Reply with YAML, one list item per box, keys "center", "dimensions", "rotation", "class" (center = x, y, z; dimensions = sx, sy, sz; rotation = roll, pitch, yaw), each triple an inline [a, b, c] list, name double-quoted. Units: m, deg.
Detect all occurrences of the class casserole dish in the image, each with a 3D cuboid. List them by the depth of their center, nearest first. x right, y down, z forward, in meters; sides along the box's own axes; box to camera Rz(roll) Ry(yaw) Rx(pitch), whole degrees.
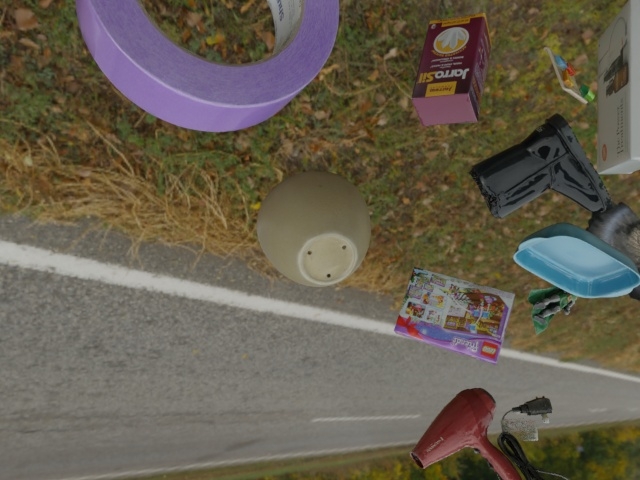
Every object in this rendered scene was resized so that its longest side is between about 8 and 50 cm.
- center: [0.371, 0.028, 0.783]
  dimensions: [0.189, 0.036, 0.114]
  rotation: [26, 150, -16]
  class: "casserole dish"

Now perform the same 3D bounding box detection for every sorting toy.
- center: [0.282, -0.182, 0.604]
  dimensions: [0.083, 0.062, 0.012]
  rotation: [7, 150, -44]
  class: "sorting toy"

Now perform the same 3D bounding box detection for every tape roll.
- center: [-0.120, -0.265, 0.596]
  dimensions: [0.275, 0.274, 0.090]
  rotation: [-3, 174, -25]
  class: "tape roll"

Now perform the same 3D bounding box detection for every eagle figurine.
- center: [0.741, 0.043, 1.133]
  dimensions: [0.226, 0.298, 0.225]
  rotation: [32, 112, -34]
  class: "eagle figurine"

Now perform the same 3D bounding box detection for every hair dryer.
- center: [0.309, 0.376, 0.980]
  dimensions: [0.294, 0.223, 0.080]
  rotation: [1, 140, 1]
  class: "hair dryer"

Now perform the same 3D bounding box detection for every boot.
- center: [0.441, -0.106, 1.093]
  dimensions: [0.207, 0.094, 0.246]
  rotation: [-35, 114, 17]
  class: "boot"

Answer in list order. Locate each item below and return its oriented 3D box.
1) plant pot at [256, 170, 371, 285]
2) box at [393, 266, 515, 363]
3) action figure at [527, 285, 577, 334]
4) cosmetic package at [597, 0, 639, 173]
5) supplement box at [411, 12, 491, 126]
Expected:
- center: [0.000, 0.000, 1.278]
  dimensions: [0.284, 0.191, 0.283]
  rotation: [-6, 118, -10]
  class: "plant pot"
- center: [0.378, 0.210, 1.534]
  dimensions: [0.294, 0.200, 0.057]
  rotation: [15, 166, 21]
  class: "box"
- center: [0.703, 0.174, 1.584]
  dimensions: [0.232, 0.137, 0.064]
  rotation: [-19, -161, -35]
  class: "action figure"
- center: [0.776, -0.368, 1.347]
  dimensions: [0.098, 0.376, 0.284]
  rotation: [0, 179, 15]
  class: "cosmetic package"
- center: [0.239, -0.307, 0.973]
  dimensions: [0.104, 0.188, 0.081]
  rotation: [3, 154, 29]
  class: "supplement box"
